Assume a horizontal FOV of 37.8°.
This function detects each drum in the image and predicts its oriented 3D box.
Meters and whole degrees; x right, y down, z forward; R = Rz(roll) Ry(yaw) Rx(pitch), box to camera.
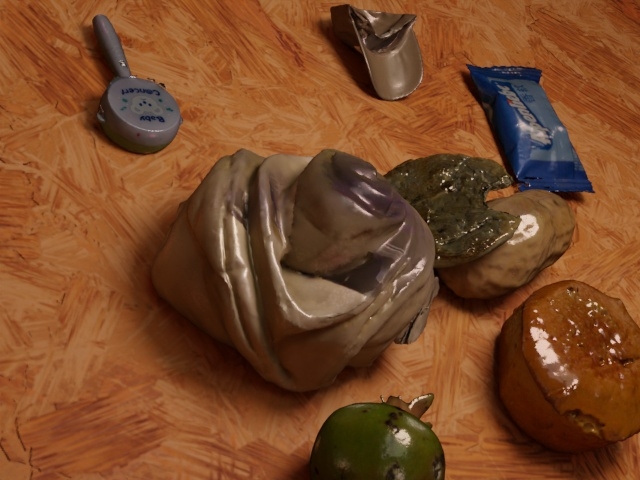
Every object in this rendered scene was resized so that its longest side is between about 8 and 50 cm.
[{"bbox_3d":[-0.267,-0.232,1.372,0.130,0.049,0.253,10,48,-26],"label":"drum"}]

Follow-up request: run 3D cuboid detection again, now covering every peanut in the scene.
[{"bbox_3d":[0.306,-0.004,1.467,0.291,0.159,0.143,-21,88,-44],"label":"peanut"}]

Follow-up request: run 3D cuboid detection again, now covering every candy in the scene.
[{"bbox_3d":[0.402,-0.218,1.790,0.187,0.077,0.331,0,51,-24],"label":"candy"}]

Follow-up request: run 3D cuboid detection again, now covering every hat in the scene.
[{"bbox_3d":[0.094,-0.343,1.718,0.166,0.144,0.173,0,96,-36],"label":"hat"}]

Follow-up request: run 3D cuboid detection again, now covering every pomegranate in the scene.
[{"bbox_3d":[0.072,0.258,1.100,0.156,0.156,0.220,45,11,10],"label":"pomegranate"}]

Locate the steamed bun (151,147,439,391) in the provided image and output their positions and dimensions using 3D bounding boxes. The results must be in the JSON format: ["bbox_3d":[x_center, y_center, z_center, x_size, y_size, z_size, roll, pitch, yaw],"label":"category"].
[{"bbox_3d":[0.000,0.000,1.196,0.394,0.237,0.347,6,49,-29],"label":"steamed bun"}]

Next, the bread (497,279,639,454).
[{"bbox_3d":[0.370,0.183,1.349,0.268,0.146,0.268,17,49,-21],"label":"bread"}]

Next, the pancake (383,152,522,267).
[{"bbox_3d":[0.175,-0.046,1.404,0.253,0.037,0.254,-11,43,10],"label":"pancake"}]
